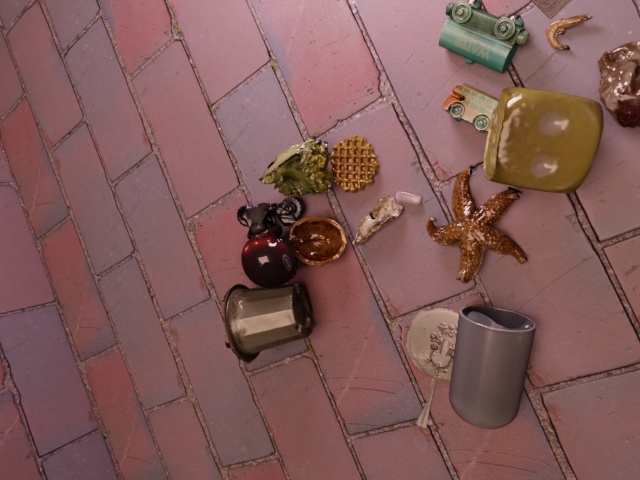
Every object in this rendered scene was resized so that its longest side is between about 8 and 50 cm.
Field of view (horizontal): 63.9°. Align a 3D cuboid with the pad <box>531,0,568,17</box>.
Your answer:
[{"bbox_3d":[0.598,-0.719,1.369,0.143,0.003,0.211,-45,74,26],"label":"pad"}]

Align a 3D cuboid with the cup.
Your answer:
[{"bbox_3d":[0.477,0.358,1.458,0.205,0.205,0.312,12,103,28],"label":"cup"}]

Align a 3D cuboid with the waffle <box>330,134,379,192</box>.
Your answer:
[{"bbox_3d":[0.108,-0.250,1.687,0.191,0.038,0.191,3,97,29],"label":"waffle"}]

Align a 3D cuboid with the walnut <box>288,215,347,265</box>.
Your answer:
[{"bbox_3d":[0.002,0.000,1.750,0.211,0.087,0.167,4,94,21],"label":"walnut"}]

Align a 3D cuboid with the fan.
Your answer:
[{"bbox_3d":[0.370,0.415,1.636,0.233,0.012,0.414,14,103,28],"label":"fan"}]

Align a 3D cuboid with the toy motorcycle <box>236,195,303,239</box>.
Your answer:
[{"bbox_3d":[-0.179,-0.066,1.837,0.270,0.106,0.159,-6,94,26],"label":"toy motorcycle"}]

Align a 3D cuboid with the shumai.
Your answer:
[{"bbox_3d":[0.762,-0.378,1.213,0.184,0.185,0.218,-15,89,30],"label":"shumai"}]

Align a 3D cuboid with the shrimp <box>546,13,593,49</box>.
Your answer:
[{"bbox_3d":[0.656,-0.546,1.347,0.114,0.023,0.083,-9,95,36],"label":"shrimp"}]

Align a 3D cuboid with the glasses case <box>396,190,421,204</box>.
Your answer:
[{"bbox_3d":[0.278,-0.133,1.614,0.083,0.021,0.032,16,106,27],"label":"glasses case"}]

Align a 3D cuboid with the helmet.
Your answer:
[{"bbox_3d":[-0.171,0.063,1.741,0.216,0.193,0.189,6,123,49],"label":"helmet"}]

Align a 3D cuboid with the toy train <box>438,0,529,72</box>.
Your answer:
[{"bbox_3d":[0.446,-0.571,1.431,0.248,0.101,0.159,35,128,22],"label":"toy train"}]

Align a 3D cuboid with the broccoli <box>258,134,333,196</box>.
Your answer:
[{"bbox_3d":[-0.068,-0.207,1.689,0.242,0.273,0.180,-16,117,41],"label":"broccoli"}]

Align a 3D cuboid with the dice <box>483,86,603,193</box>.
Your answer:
[{"bbox_3d":[0.546,-0.251,1.292,0.227,0.238,0.233,11,106,7],"label":"dice"}]

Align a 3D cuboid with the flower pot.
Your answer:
[{"bbox_3d":[-0.173,0.266,1.808,0.259,0.290,0.290,-15,88,18],"label":"flower pot"}]

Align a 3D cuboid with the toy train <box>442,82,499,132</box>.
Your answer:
[{"bbox_3d":[0.445,-0.372,1.463,0.188,0.072,0.099,34,104,22],"label":"toy train"}]

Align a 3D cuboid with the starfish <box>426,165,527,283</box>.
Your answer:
[{"bbox_3d":[0.461,-0.038,1.476,0.312,0.113,0.303,50,117,19],"label":"starfish"}]

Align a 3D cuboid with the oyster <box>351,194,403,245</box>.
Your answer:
[{"bbox_3d":[0.183,-0.067,1.671,0.200,0.061,0.106,-27,65,27],"label":"oyster"}]
